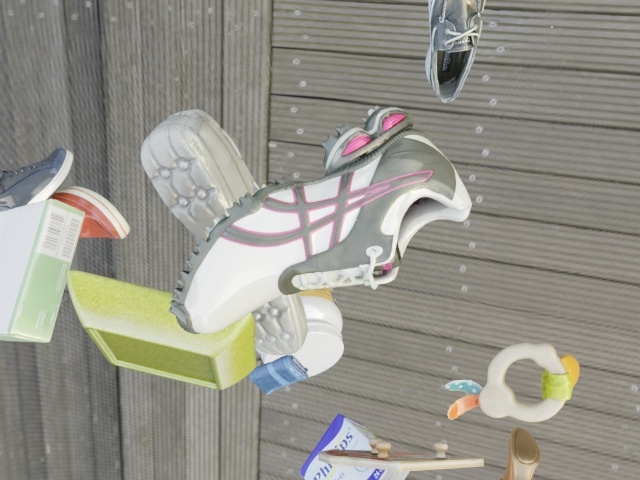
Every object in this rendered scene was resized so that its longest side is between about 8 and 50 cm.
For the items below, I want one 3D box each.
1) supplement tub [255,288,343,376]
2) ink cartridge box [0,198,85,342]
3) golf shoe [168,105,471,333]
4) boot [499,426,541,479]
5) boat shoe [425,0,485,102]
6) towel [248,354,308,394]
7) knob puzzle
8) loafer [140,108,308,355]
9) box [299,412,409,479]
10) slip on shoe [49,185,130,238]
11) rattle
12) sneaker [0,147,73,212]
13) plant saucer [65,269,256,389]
[{"bbox_3d":[-0.075,0.161,1.644,0.228,0.316,0.228,-11,139,-9],"label":"supplement tub"},{"bbox_3d":[-0.412,0.044,0.862,0.235,0.056,0.171,-7,67,41],"label":"ink cartridge box"},{"bbox_3d":[0.000,0.000,0.555,0.273,0.105,0.120,-39,68,-8],"label":"golf shoe"},{"bbox_3d":[0.417,0.524,1.450,0.073,0.197,0.152,19,132,-6],"label":"boot"},{"bbox_3d":[0.286,-0.431,1.360,0.121,0.119,0.335,-9,145,-1],"label":"boat shoe"},{"bbox_3d":[-0.087,0.271,1.335,0.119,0.029,0.067,-26,119,32],"label":"towel"},{"bbox_3d":[0.083,0.273,0.856,0.213,0.213,0.030,-4,75,20],"label":"knob puzzle"},{"bbox_3d":[-0.093,-0.006,0.783,0.112,0.111,0.319,-12,115,25],"label":"loafer"},{"bbox_3d":[0.054,0.381,1.089,0.137,0.072,0.126,32,87,46],"label":"box"},{"bbox_3d":[-0.501,-0.040,1.255,0.331,0.101,0.123,9,144,25],"label":"slip on shoe"},{"bbox_3d":[0.317,0.236,1.103,0.200,0.143,0.130,-33,93,25],"label":"rattle"},{"bbox_3d":[-0.547,-0.124,1.149,0.086,0.226,0.163,-11,130,40],"label":"sneaker"},{"bbox_3d":[-0.165,0.107,0.698,0.188,0.045,0.188,13,153,2],"label":"plant saucer"}]
